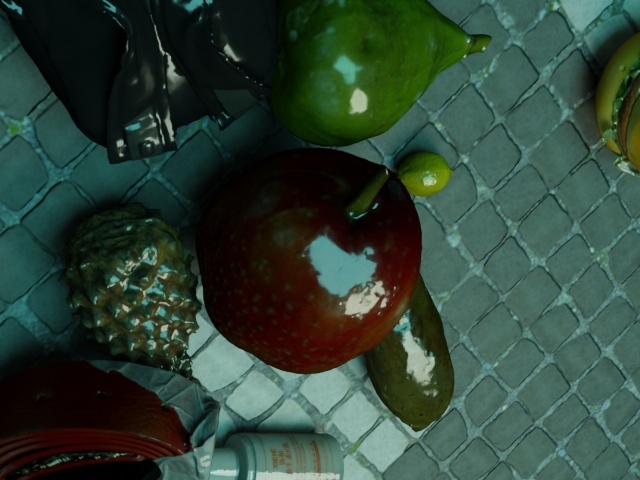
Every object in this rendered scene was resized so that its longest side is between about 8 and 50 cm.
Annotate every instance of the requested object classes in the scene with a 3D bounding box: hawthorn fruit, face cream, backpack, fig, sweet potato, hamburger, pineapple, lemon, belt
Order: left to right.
[{"bbox_3d":[-0.276,0.257,1.599,0.323,0.115,0.227,-6,138,11],"label":"belt"},{"bbox_3d":[-0.207,-0.309,1.399,0.363,0.255,0.446,-28,125,-7],"label":"backpack"},{"bbox_3d":[-0.216,0.121,1.644,0.175,0.175,0.361,-30,130,-13],"label":"pineapple"},{"bbox_3d":[-0.095,0.326,1.824,0.251,0.101,0.101,6,109,-30],"label":"face cream"},{"bbox_3d":[0.000,0.000,1.561,0.284,0.285,0.369,-7,157,-25],"label":"hawthorn fruit"},{"bbox_3d":[0.064,-0.212,1.598,0.314,0.233,0.233,21,101,-38],"label":"fig"},{"bbox_3d":[0.098,0.098,1.819,0.130,0.130,0.423,-29,115,-14],"label":"sweet potato"},{"bbox_3d":[0.149,-0.094,1.791,0.092,0.065,0.065,-6,114,-26],"label":"lemon"},{"bbox_3d":[0.507,-0.205,1.866,0.246,0.170,0.246,-20,132,-24],"label":"hamburger"}]
